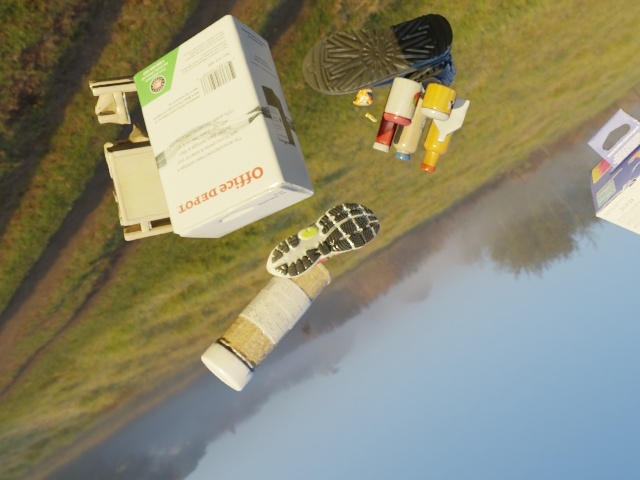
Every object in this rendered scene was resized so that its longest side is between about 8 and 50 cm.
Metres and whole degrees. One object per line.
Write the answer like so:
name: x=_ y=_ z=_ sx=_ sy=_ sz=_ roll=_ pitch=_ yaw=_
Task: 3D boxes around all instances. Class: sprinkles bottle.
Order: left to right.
sprinkles bottle: x=-0.122 y=0.182 z=1.381 sx=0.355 sy=0.121 sz=0.121 roll=-49 pitch=180 yaw=-21

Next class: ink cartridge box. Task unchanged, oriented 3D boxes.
ink cartridge box: x=-0.114 y=-0.123 z=0.675 sx=0.153 sy=0.208 sz=0.087 roll=-22 pitch=167 yaw=23
ink cartridge box: x=0.741 y=-0.130 z=1.158 sx=0.270 sy=0.395 sz=0.151 roll=119 pitch=-12 yaw=-48

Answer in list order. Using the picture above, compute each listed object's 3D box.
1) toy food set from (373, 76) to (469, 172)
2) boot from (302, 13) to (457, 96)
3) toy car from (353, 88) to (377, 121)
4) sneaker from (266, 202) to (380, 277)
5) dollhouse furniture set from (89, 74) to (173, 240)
toy food set: x=0.139 y=-0.159 z=0.827 sx=0.232 sy=0.111 sz=0.104 roll=-33 pitch=141 yaw=-77
boot: x=0.149 y=-0.392 z=1.362 sx=0.348 sy=0.131 sz=0.260 roll=-8 pitch=175 yaw=10
toy car: x=0.129 y=-0.344 z=1.463 sx=0.060 sy=0.040 sz=0.122 roll=-50 pitch=150 yaw=8
sneaker: x=0.000 y=0.000 z=1.308 sx=0.279 sy=0.107 sz=0.118 roll=-24 pitch=177 yaw=-18
dollhouse furniture set: x=-0.366 y=-0.192 z=1.368 sx=0.256 sy=0.362 sz=0.394 roll=-13 pitch=-157 yaw=-19
